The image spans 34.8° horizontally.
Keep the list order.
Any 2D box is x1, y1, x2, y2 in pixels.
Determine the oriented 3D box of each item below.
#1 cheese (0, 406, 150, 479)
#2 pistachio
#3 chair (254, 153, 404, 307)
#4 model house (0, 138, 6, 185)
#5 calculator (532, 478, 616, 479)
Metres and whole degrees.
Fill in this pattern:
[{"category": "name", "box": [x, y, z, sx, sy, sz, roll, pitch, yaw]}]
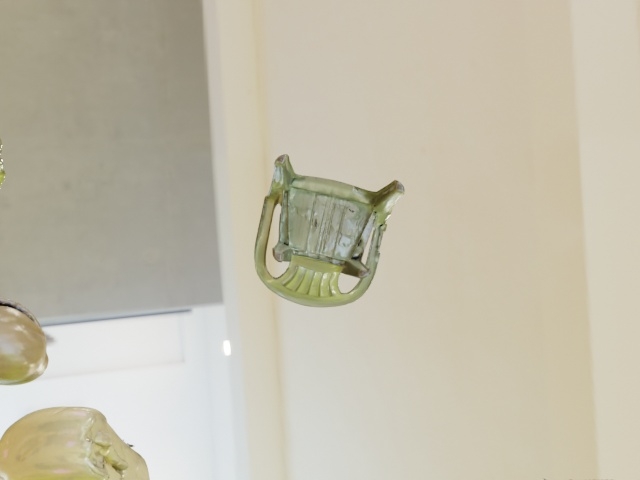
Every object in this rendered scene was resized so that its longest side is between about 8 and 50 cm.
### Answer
[{"category": "cheese", "box": [-0.382, 0.365, 1.648, 0.266, 0.233, 0.127, 59, 33, -52]}, {"category": "pistachio", "box": [-0.405, 0.123, 1.258, 0.113, 0.149, 0.113, -163, -90, -72]}, {"category": "chair", "box": [0.000, 0.000, 1.572, 0.274, 0.203, 0.190, 109, -7, -83]}, {"category": "model house", "box": [-0.605, -0.151, 1.363, 0.266, 0.261, 0.321, 52, -16, 10]}, {"category": "calculator", "box": [0.271, 0.257, 0.836, 0.166, 0.274, 0.028, 44, -68, 42]}]
